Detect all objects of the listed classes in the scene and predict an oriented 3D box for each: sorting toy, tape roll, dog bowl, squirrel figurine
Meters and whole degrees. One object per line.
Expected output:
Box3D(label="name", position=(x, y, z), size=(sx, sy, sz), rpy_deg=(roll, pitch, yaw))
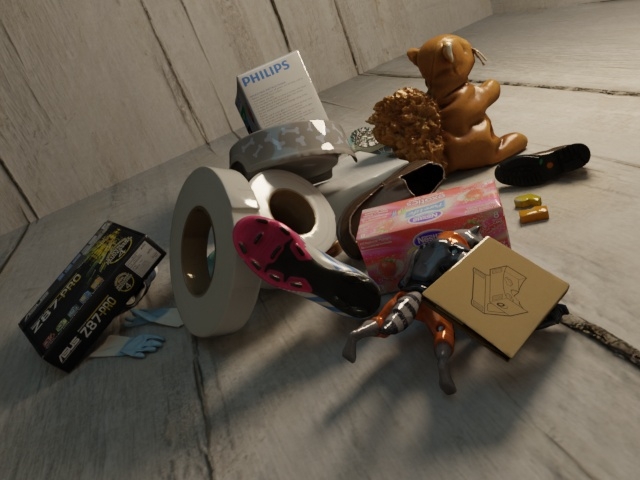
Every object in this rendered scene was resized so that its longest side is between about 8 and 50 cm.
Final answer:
Box3D(label="sorting toy", position=(0.379, -0.074, 1.329), size=(0.307, 0.041, 0.229), rpy_deg=(-12, 27, 19))
Box3D(label="tape roll", position=(-0.106, -0.026, 1.324), size=(0.169, 0.246, 0.246), rpy_deg=(-45, 3, 45))
Box3D(label="dog bowl", position=(-0.080, -0.216, 1.444), size=(0.348, 0.102, 0.349), rpy_deg=(-14, -5, -1))
Box3D(label="tape roll", position=(-0.250, 0.026, 1.254), size=(0.071, 0.393, 0.392), rpy_deg=(1, 10, -34))
Box3D(label="squirrel figurine", position=(0.343, -0.383, 1.585), size=(0.396, 0.371, 0.281), rpy_deg=(-28, 26, -15))

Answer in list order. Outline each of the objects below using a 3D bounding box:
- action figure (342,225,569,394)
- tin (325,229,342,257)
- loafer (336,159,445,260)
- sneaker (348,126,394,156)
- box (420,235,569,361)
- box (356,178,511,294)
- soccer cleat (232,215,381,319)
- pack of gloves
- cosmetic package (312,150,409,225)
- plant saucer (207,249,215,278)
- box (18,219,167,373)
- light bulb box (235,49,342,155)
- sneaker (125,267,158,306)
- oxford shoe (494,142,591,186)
Box3D(label="action figure", position=(0.233, 0.097, 0.959), size=(0.341, 0.179, 0.330), rpy_deg=(0, 42, 40))
Box3D(label="tin", position=(0.000, 0.000, 1.495), size=(0.106, 0.040, 0.190), rpy_deg=(-27, 25, -2))
Box3D(label="loafer", position=(0.179, -0.097, 1.358), size=(0.366, 0.134, 0.130), rpy_deg=(-46, 9, -27))
Box3D(label="sneaker", position=(0.220, -0.341, 1.915), size=(0.282, 0.122, 0.110), rpy_deg=(-9, 63, -18))
Box3D(label="box", position=(0.287, 0.086, 0.892), size=(0.164, 0.021, 0.201), rpy_deg=(36, 52, 28))
Box3D(label="box", position=(0.243, -0.007, 1.174), size=(0.299, 0.154, 0.142), rpy_deg=(-12, 26, 17))
Box3D(label="soccer cleat", position=(-0.033, 0.065, 1.111), size=(0.116, 0.331, 0.143), rpy_deg=(-60, 4, -9))
Box3D(label="pack of gloves", position=(-0.464, 0.222, 1.411), size=(0.231, 0.046, 0.195), rpy_deg=(-6, 28, 31))
Box3D(label="cosmetic package", position=(0.073, -0.161, 1.642), size=(0.284, 0.098, 0.377), rpy_deg=(-22, 19, -11))
Box3D(label="plant saucer", position=(-0.273, 0.045, 1.621), size=(0.194, 0.038, 0.195), rpy_deg=(-17, 25, 8))
Box3D(label="box", position=(-0.638, 0.137, 1.522), size=(0.318, 0.097, 0.395), rpy_deg=(13, 63, 52))
Box3D(label="light bulb box", position=(-0.120, -0.391, 1.875), size=(0.225, 0.361, 0.358), rpy_deg=(-25, 4, -9))
Box3D(label="sneaker", position=(-0.608, 0.145, 1.631), size=(0.226, 0.086, 0.163), rpy_deg=(-21, 24, 4))
Box3D(label="oxford shoe", position=(0.562, -0.190, 1.395), size=(0.227, 0.083, 0.096), rpy_deg=(-10, 8, 23))
